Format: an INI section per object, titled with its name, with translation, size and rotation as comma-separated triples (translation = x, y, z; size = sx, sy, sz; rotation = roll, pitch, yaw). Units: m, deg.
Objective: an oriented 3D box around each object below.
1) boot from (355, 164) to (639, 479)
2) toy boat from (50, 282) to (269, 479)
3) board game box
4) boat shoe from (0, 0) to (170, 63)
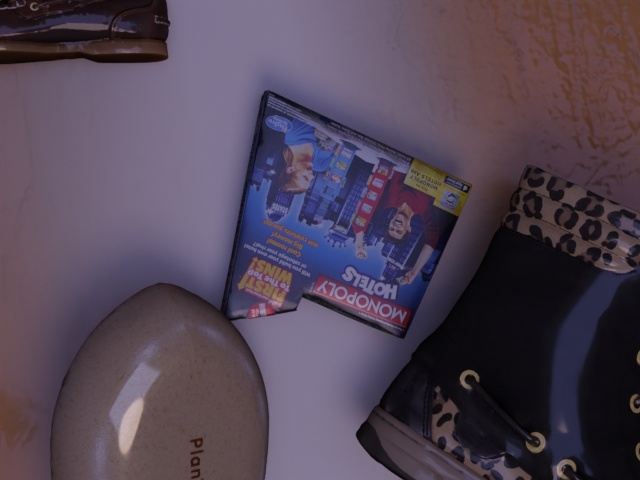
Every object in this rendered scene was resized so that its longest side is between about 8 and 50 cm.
[boot]
translation = 0.253, 0.135, 1.323
size = 0.377, 0.138, 0.284
rotation = 27, 87, 5
[toy boat]
translation = -0.193, 0.163, 1.304
size = 0.318, 0.148, 0.267
rotation = -1, 101, -32
[board game box]
translation = 0.000, 0.000, 1.384
size = 0.194, 0.060, 0.194
rotation = 25, 89, -5
[boat shoe]
translation = -0.230, -0.184, 1.357
size = 0.207, 0.073, 0.073
rotation = -3, 89, -13
